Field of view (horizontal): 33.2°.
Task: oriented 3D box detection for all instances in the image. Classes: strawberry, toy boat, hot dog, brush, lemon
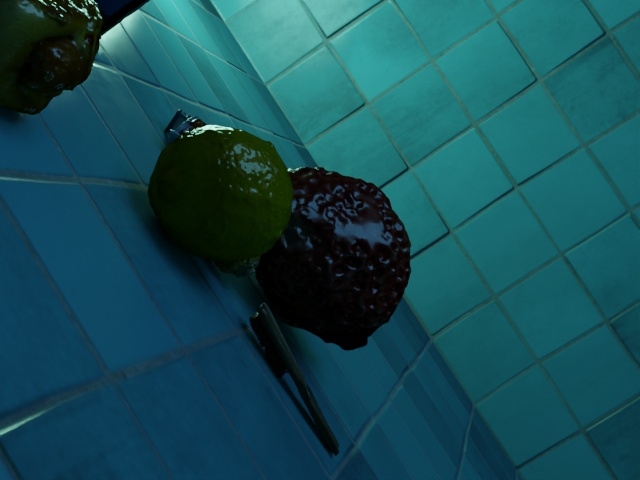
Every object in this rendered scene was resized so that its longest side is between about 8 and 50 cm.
[{"bbox_3d":[0.012,0.002,1.785,0.310,0.291,0.292,89,-23,-54],"label":"strawberry"},{"bbox_3d":[-0.236,-0.187,1.844,0.058,0.069,0.173,34,10,-8],"label":"toy boat"},{"bbox_3d":[-0.337,-0.237,1.242,0.153,0.150,0.257,40,16,-29],"label":"hot dog"},{"bbox_3d":[-0.039,0.210,1.593,0.248,0.036,0.043,62,12,-6],"label":"brush"},{"bbox_3d":[-0.137,-0.065,1.513,0.231,0.192,0.192,16,36,-43],"label":"lemon"}]

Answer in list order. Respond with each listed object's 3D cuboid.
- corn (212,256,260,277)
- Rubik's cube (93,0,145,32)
[{"bbox_3d":[-0.166,-0.042,1.656,0.238,0.080,0.080,58,9,20],"label":"corn"},{"bbox_3d":[-0.358,-0.400,1.610,0.183,0.167,0.180,55,7,-16],"label":"Rubik's cube"}]
